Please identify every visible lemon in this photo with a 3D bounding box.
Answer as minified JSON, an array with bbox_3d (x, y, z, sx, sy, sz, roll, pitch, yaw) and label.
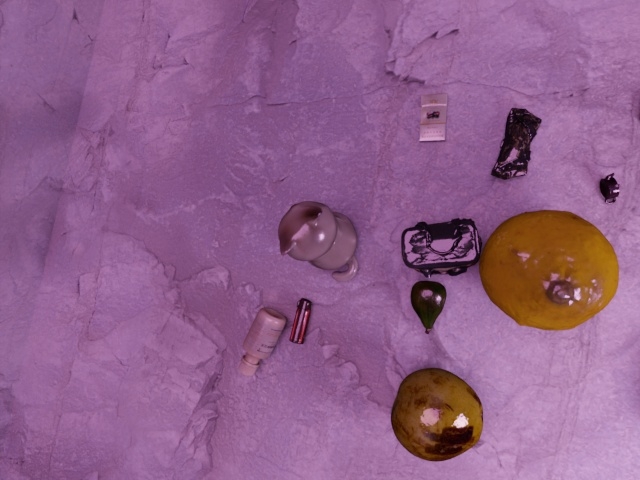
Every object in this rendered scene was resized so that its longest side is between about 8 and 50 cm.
[{"bbox_3d":[0.630,0.084,1.208,0.349,0.387,0.350,2,103,10],"label":"lemon"}]

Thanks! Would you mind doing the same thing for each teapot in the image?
[{"bbox_3d":[0.872,-0.155,1.298,0.045,0.068,0.100,-14,116,16],"label":"teapot"}]

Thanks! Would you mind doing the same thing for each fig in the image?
[{"bbox_3d":[0.357,0.219,1.441,0.116,0.117,0.178,2,103,20],"label":"fig"}]

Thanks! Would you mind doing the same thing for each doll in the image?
[{"bbox_3d":[-0.005,-0.014,1.479,0.215,0.370,0.226,-42,55,10],"label":"doll"}]

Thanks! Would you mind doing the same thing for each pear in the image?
[{"bbox_3d":[0.355,0.532,1.327,0.283,0.283,0.284,-2,85,20],"label":"pear"}]

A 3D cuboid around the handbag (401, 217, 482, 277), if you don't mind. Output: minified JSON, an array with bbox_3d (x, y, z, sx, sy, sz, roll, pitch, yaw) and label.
[{"bbox_3d":[0.388,0.027,1.397,0.254,0.181,0.182,-7,82,20],"label":"handbag"}]

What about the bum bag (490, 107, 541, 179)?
[{"bbox_3d":[0.634,-0.309,1.395,0.102,0.069,0.248,18,89,-4],"label":"bum bag"}]

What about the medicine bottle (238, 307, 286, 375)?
[{"bbox_3d":[-0.229,0.385,1.630,0.114,0.114,0.253,28,95,20],"label":"medicine bottle"}]

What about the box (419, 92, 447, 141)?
[{"bbox_3d":[0.395,-0.429,1.516,0.089,0.024,0.167,2,87,21],"label":"box"}]

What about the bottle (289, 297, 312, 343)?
[{"bbox_3d":[-0.073,0.297,1.610,0.060,0.060,0.165,14,90,21],"label":"bottle"}]
